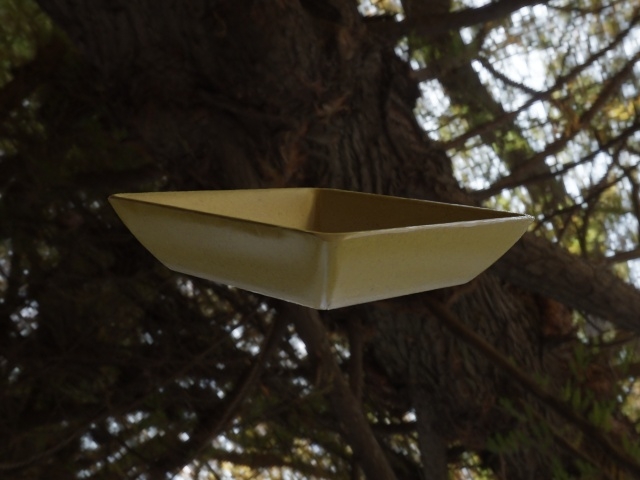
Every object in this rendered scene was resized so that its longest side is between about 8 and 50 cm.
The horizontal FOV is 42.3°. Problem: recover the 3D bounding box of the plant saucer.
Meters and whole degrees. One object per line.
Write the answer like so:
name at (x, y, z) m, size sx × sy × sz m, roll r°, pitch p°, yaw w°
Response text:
plant saucer at (0.000, 0.000, 0.878) m, size 0.332 × 0.081 × 0.332 m, roll 11°, pitch -169°, yaw 43°
